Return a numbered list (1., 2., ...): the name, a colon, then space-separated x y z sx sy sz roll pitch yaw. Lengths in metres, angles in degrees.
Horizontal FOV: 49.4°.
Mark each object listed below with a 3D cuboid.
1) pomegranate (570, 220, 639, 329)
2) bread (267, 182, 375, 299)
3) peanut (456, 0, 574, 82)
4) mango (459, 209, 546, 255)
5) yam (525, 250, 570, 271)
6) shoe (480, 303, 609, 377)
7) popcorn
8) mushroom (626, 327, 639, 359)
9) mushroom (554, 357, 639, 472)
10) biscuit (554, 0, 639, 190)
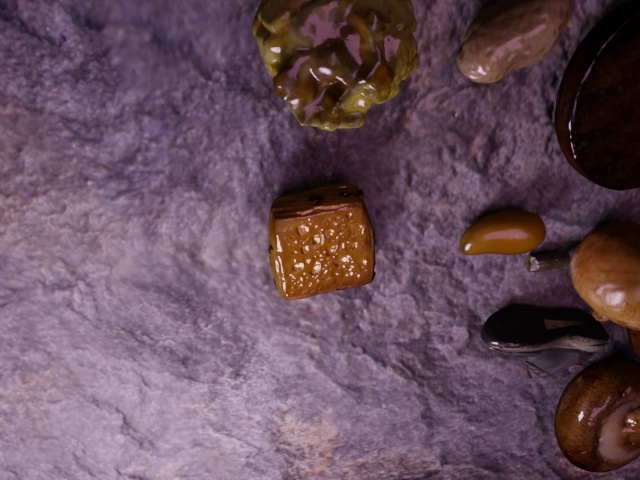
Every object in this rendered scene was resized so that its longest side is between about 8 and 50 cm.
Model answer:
1. pomegranate: 0.672 0.079 1.520 0.248 0.248 0.248 -8 122 -13
2. bread: 0.000 0.000 1.352 0.211 0.099 0.235 -12 128 -7
3. peanut: 0.340 -0.362 1.216 0.224 0.129 0.129 -33 124 12
4. mango: 0.383 -0.015 1.467 0.184 0.084 0.102 -6 126 -1
5. yam: 0.511 0.048 1.565 0.094 0.043 0.043 -6 122 -15
6. shoe: 0.508 0.255 1.652 0.337 0.132 0.171 3 128 -22
7. popcorn: 0.029 -0.307 1.089 0.293 0.237 0.292 -5 119 -10
8. mushroom: 0.905 0.165 1.662 0.331 0.356 0.334 17 140 -6
9. mushroom: 0.753 0.452 1.797 0.345 0.239 0.345 1 108 2
10. biscuit: 0.644 -0.295 1.374 0.408 0.091 0.407 -9 121 -15
